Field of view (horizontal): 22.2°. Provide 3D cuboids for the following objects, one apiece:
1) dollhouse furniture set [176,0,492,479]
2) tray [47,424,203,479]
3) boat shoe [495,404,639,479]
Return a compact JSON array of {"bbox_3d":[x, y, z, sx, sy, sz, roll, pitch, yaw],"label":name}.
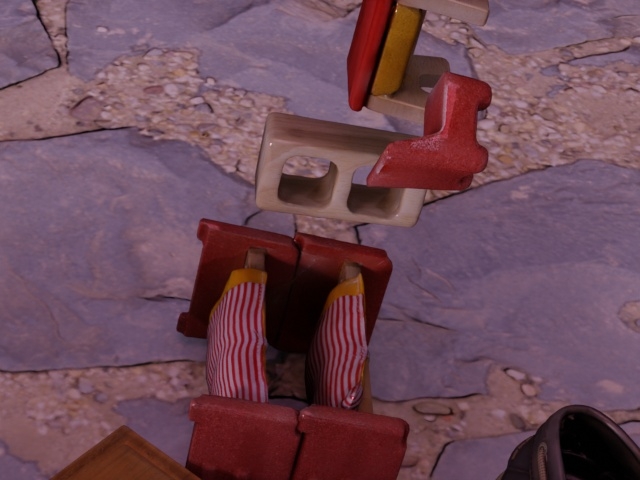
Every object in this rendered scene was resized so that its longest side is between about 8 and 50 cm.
[{"bbox_3d":[0.000,0.000,1.113,0.152,0.374,0.201,8,37,-9],"label":"dollhouse furniture set"},{"bbox_3d":[-0.188,0.285,0.962,0.203,0.076,0.411,31,43,24],"label":"tray"},{"bbox_3d":[0.210,0.249,1.039,0.132,0.130,0.355,-11,43,-23],"label":"boat shoe"}]
